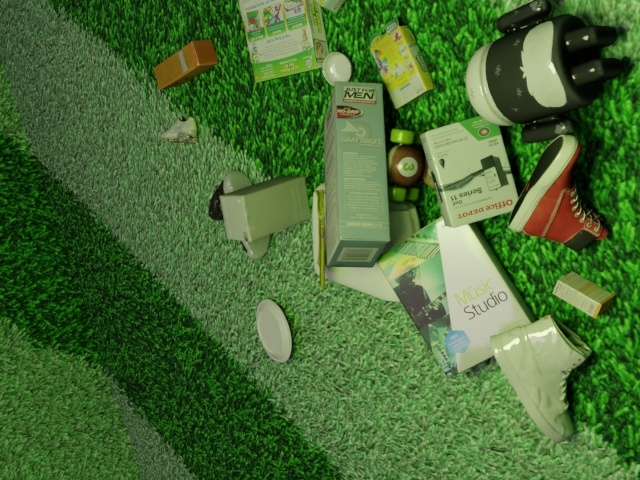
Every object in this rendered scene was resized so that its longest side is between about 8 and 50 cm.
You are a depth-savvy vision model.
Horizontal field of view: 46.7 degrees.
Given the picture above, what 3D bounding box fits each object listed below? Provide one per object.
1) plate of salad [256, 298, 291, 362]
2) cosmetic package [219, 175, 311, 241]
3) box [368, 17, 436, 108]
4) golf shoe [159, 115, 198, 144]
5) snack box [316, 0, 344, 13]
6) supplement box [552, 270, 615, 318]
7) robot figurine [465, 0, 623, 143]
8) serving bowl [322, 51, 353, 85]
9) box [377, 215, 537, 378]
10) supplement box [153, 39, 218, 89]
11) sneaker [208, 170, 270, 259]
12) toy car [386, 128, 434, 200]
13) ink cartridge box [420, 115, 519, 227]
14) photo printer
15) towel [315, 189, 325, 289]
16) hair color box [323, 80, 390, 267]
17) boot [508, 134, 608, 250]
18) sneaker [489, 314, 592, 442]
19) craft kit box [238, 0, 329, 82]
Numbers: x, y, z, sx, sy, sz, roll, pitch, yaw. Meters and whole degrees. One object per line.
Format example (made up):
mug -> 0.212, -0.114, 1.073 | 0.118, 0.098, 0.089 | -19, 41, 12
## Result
plate of salad -> -0.135, 0.272, 2.251 | 0.200, 0.048, 0.199 | 25, 121, 51
cosmetic package -> -0.143, -0.088, 1.973 | 0.107, 0.238, 0.127 | 7, 109, 45
box -> 0.179, -0.398, 1.661 | 0.105, 0.043, 0.179 | -24, 89, 49
golf shoe -> -0.443, -0.348, 2.337 | 0.176, 0.069, 0.085 | 3, 87, 43
snack box -> 0.006, -0.651, 1.687 | 0.207, 0.070, 0.174 | 49, 114, 23
supplement box -> 0.524, 0.107, 1.478 | 0.098, 0.062, 0.036 | 35, 129, 34
robot figurine -> 0.403, -0.310, 1.366 | 0.278, 0.174, 0.209 | -10, 55, 48
serving bowl -> 0.046, -0.416, 1.800 | 0.083, 0.027, 0.083 | 15, 117, 32
box -> 0.299, 0.114, 1.642 | 0.232, 0.058, 0.322 | -34, 83, 24
supplement box -> -0.403, -0.520, 2.203 | 0.233, 0.078, 0.080 | -16, 93, 48
sneaker -> -0.245, -0.061, 2.202 | 0.153, 0.101, 0.268 | -25, 81, 49
toy car -> 0.249, -0.155, 1.621 | 0.189, 0.149, 0.154 | 12, 101, 29
ink cartridge box -> 0.309, -0.143, 1.533 | 0.087, 0.153, 0.208 | -88, -19, -85
photo printer -> 0.118, 0.005, 1.833 | 0.308, 0.107, 0.255 | 19, 118, 41
towel -> 0.000, 0.000, 1.779 | 0.102, 0.021, 0.237 | -90, 0, -50
hair color box -> 0.076, -0.144, 1.653 | 0.185, 0.114, 0.374 | 113, 157, -68
boot -> 0.479, -0.082, 1.393 | 0.176, 0.088, 0.244 | 21, 140, 6
sneaker -> 0.497, 0.288, 1.540 | 0.169, 0.108, 0.292 | -28, 109, 22
craft kit box -> -0.096, -0.543, 1.888 | 0.250, 0.061, 0.246 | 1, 103, 46
